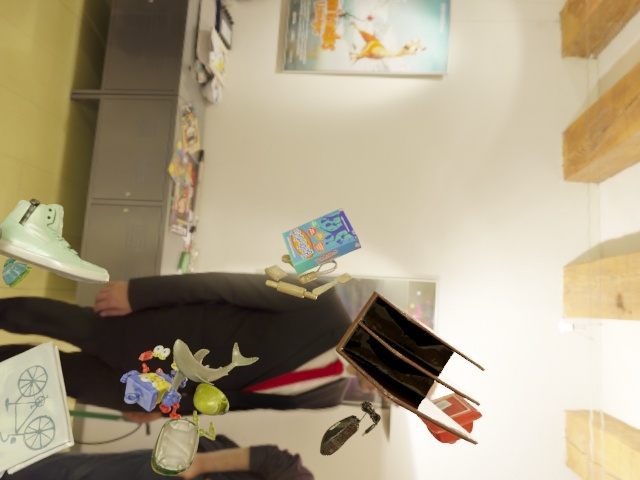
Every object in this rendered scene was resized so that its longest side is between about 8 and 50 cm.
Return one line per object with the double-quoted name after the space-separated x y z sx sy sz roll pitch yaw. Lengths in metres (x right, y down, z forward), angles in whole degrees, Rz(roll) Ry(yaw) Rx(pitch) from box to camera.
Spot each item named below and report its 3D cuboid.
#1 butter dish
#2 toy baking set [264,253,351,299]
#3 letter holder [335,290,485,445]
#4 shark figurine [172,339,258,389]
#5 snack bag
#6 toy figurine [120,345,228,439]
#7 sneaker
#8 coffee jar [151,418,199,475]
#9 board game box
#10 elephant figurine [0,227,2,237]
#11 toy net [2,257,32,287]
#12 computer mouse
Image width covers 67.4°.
0.375 0.539 1.404 0.160 0.160 0.118 -151 -133 -72 "butter dish"
-0.043 0.104 1.482 0.197 0.256 0.030 -56 157 -46 "toy baking set"
0.220 0.268 0.987 0.152 0.301 0.214 -55 -149 -1 "letter holder"
-0.334 0.404 1.471 0.278 0.116 0.166 19 89 -45 "shark figurine"
-0.883 0.491 1.335 0.037 0.342 0.323 87 -23 -60 "snack bag"
-0.487 0.483 1.447 0.217 0.362 0.191 3 110 -64 "toy figurine"
-0.594 -0.001 1.108 0.094 0.255 0.151 -22 -134 57 "sneaker"
-0.302 0.429 0.986 0.184 0.079 0.096 125 -23 -56 "coffee jar"
0.000 0.000 1.473 0.160 0.210 0.047 -115 -178 -47 "board game box"
-0.778 -0.044 1.009 0.186 0.239 0.170 14 102 -48 "elephant figurine"
-0.805 0.058 1.271 0.045 0.122 0.232 50 7 -30 "toy net"
0.109 0.713 1.815 0.060 0.262 0.184 42 -6 45 "computer mouse"
